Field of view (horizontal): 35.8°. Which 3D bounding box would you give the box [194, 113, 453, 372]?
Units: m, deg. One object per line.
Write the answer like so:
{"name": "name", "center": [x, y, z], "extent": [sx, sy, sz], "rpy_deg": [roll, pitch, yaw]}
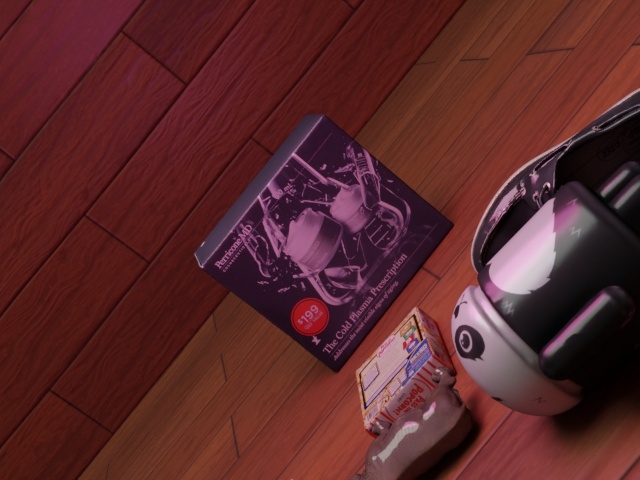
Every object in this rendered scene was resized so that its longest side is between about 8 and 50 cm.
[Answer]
{"name": "box", "center": [0.000, 0.000, 1.794], "extent": [0.343, 0.312, 0.179], "rpy_deg": [-52, 12, -2]}

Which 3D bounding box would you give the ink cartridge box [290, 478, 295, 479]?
{"name": "ink cartridge box", "center": [-0.103, 0.473, 1.397], "extent": [0.189, 0.066, 0.232], "rpy_deg": [-43, 10, 33]}

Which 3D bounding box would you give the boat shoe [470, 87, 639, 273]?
{"name": "boat shoe", "center": [0.322, -0.058, 1.235], "extent": [0.340, 0.127, 0.113], "rpy_deg": [-38, 4, 16]}

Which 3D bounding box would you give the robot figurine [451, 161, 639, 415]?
{"name": "robot figurine", "center": [0.259, 0.051, 1.016], "extent": [0.278, 0.174, 0.209], "rpy_deg": [-48, -31, 15]}

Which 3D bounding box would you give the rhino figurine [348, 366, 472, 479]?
{"name": "rhino figurine", "center": [0.092, 0.267, 1.220], "extent": [0.243, 0.073, 0.106], "rpy_deg": [-45, 13, 8]}

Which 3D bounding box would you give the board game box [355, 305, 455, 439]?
{"name": "board game box", "center": [0.118, 0.191, 1.436], "extent": [0.147, 0.045, 0.193], "rpy_deg": [-49, 12, 12]}
